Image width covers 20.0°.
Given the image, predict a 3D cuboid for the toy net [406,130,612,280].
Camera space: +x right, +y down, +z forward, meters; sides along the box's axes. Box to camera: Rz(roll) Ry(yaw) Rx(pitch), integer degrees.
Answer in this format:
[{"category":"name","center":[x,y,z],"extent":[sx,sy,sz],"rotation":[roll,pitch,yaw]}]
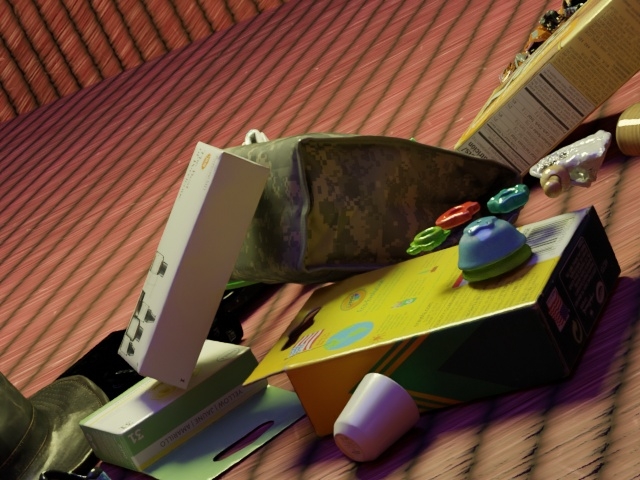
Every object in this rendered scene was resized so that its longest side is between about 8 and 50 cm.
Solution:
[{"category":"toy net","center":[0.192,-0.033,1.711],"extent":[0.232,0.045,0.122],"rotation":[-34,15,-34]}]

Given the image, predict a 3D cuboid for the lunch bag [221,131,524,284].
[{"category":"lunch bag","center":[0.050,-0.031,1.968],"extent":[0.287,0.169,0.235],"rotation":[-2,0,-29]}]

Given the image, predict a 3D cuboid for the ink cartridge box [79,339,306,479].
[{"category":"ink cartridge box","center":[-0.125,0.173,1.839],"extent":[0.171,0.056,0.235],"rotation":[-33,15,-23]}]

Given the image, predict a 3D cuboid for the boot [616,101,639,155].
[{"category":"boot","center":[0.465,-0.172,1.929],"extent":[0.211,0.104,0.295],"rotation":[-3,31,42]}]

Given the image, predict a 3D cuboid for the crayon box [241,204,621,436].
[{"category":"crayon box","center":[0.105,0.081,1.706],"extent":[0.318,0.081,0.202],"rotation":[-16,19,31]}]

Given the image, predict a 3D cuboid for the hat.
[{"category":"hat","center":[-0.399,0.214,1.961],"extent":[0.331,0.134,0.331],"rotation":[-26,21,11]}]

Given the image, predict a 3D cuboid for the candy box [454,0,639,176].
[{"category":"candy box","center":[0.304,-0.208,2.082],"extent":[0.316,0.087,0.183],"rotation":[-45,4,34]}]

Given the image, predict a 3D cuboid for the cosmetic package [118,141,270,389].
[{"category":"cosmetic package","center":[-0.131,0.023,1.854],"extent":[0.239,0.060,0.099],"rotation":[-69,23,1]}]

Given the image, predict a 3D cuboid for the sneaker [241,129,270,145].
[{"category":"sneaker","center":[-0.081,-0.120,2.607],"extent":[0.080,0.094,0.212],"rotation":[-27,16,4]}]

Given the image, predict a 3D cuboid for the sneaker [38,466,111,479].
[{"category":"sneaker","center":[-0.256,0.251,1.760],"extent":[0.162,0.073,0.063],"rotation":[-18,19,29]}]

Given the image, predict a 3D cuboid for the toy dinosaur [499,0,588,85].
[{"category":"toy dinosaur","center":[0.360,-0.293,2.376],"extent":[0.218,0.164,0.322],"rotation":[-32,27,57]}]

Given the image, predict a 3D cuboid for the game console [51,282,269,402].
[{"category":"game console","center":[-0.143,0.084,2.163],"extent":[0.213,0.044,0.361],"rotation":[-12,21,42]}]

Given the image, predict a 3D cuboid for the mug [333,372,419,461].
[{"category":"mug","center":[0.045,0.166,1.606],"extent":[0.062,0.078,0.064],"rotation":[28,57,25]}]

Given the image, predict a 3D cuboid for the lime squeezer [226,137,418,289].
[{"category":"lime squeezer","center":[0.000,0.000,2.126],"extent":[0.310,0.059,0.110],"rotation":[-36,-8,-25]}]
